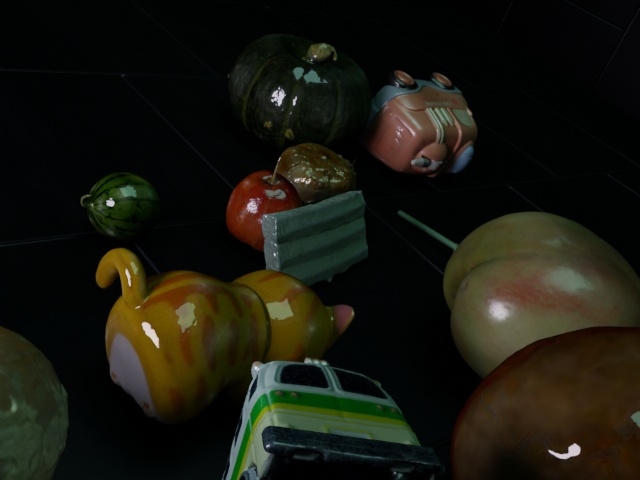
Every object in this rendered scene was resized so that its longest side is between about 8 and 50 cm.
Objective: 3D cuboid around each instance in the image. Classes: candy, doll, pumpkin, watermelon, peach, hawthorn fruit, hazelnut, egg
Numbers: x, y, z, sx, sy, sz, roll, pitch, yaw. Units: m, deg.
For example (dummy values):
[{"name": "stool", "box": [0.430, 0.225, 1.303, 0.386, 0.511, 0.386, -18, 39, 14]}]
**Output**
[{"name": "candy", "box": [0.244, 0.019, 1.347, 0.091, 0.083, 0.305, -27, 46, -34]}, {"name": "doll", "box": [-0.112, 0.109, 0.853, 0.269, 0.162, 0.166, 7, 17, -45]}, {"name": "pumpkin", "box": [-0.038, -0.298, 1.511, 0.300, 0.207, 0.300, 17, 30, -11]}, {"name": "watermelon", "box": [-0.278, -0.046, 1.051, 0.109, 0.109, 0.109, 17, 30, -10]}, {"name": "peach", "box": [0.320, 0.090, 1.081, 0.292, 0.247, 0.292, 0, 20, 0]}, {"name": "hawthorn fruit", "box": [-0.087, -0.047, 1.160, 0.125, 0.140, 0.125, -2, 61, 3]}, {"name": "hazelnut", "box": [0.321, 0.251, 0.775, 0.366, 0.366, 0.366, 17, 30, -10]}, {"name": "egg", "box": [-0.311, 0.156, 0.589, 0.203, 0.203, 0.245, 31, 30, 15]}]

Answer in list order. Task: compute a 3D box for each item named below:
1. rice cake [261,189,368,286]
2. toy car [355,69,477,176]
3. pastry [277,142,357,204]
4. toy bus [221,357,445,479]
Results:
[{"name": "rice cake", "box": [0.000, 0.000, 1.150, 0.043, 0.127, 0.237, 9, 20, 36]}, {"name": "toy car", "box": [0.221, -0.231, 1.629, 0.270, 0.180, 0.212, -9, 53, -42]}, {"name": "pastry", "box": [-0.007, -0.118, 1.371, 0.153, 0.081, 0.153, 12, 40, -10]}, {"name": "toy bus", "box": [-0.022, 0.237, 0.588, 0.133, 0.276, 0.165, 13, 19, -15]}]
